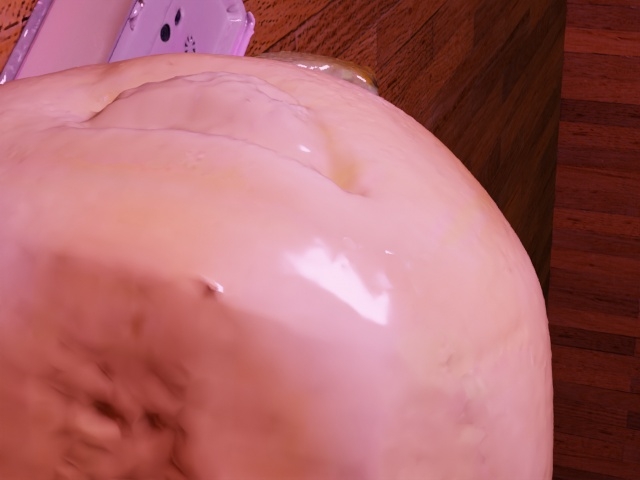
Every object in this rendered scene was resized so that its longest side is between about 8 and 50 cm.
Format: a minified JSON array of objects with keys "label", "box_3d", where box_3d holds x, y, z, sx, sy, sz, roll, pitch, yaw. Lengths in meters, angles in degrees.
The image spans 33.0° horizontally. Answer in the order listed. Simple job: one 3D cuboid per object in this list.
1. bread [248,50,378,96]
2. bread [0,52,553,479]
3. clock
[{"label":"bread","box_3d":[-0.025,-0.048,0.842,0.257,0.124,0.186,104,-8,-55]},{"label":"bread","box_3d":[-0.057,0.100,0.540,0.253,0.348,0.376,-36,130,-60]},{"label":"clock","box_3d":[-0.118,-0.119,0.703,0.147,0.071,0.192,64,39,-58]}]
